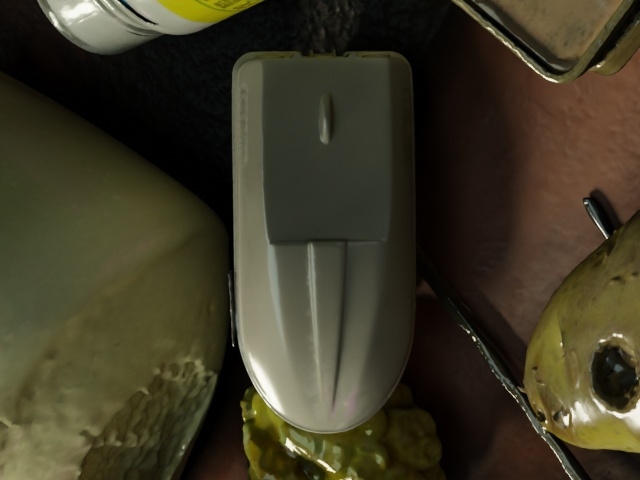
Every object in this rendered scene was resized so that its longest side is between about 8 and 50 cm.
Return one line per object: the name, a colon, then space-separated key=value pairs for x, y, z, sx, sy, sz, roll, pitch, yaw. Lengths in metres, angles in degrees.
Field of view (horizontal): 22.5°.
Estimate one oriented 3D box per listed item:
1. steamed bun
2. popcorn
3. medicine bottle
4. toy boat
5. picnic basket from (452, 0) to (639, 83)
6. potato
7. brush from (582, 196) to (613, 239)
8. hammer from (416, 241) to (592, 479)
steamed bun: x=-0.307 y=0.097 z=1.330 sx=0.371 sy=0.290 sz=0.456 roll=32 pitch=124 yaw=24
popcorn: x=0.016 y=0.178 z=1.235 sx=0.173 sy=0.142 sz=0.173 roll=3 pitch=106 yaw=9
medicine bottle: x=-0.082 y=-0.228 z=1.132 sx=0.258 sy=0.143 sz=0.143 roll=-17 pitch=97 yaw=40
toy boat: x=0.000 y=-0.005 z=1.165 sx=0.141 sy=0.141 sz=0.269 roll=10 pitch=107 yaw=33
picnic basket: x=0.129 y=-0.236 z=0.971 sx=0.266 sy=0.139 sz=0.165 roll=42 pitch=127 yaw=14
potato: x=0.245 y=0.040 z=0.977 sx=0.141 sy=0.191 sz=0.296 roll=39 pitch=135 yaw=-23
brush: x=0.203 y=0.005 z=1.100 sx=0.024 sy=0.008 sz=0.083 roll=-36 pitch=84 yaw=41
hammer: x=0.143 y=0.112 z=1.167 sx=0.029 sy=0.058 sz=0.292 roll=-44 pitch=75 yaw=33
